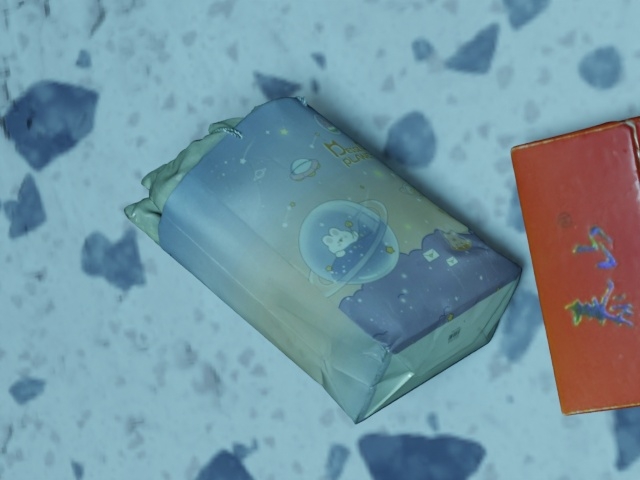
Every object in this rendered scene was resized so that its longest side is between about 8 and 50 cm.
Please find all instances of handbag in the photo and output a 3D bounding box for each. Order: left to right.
[{"bbox_3d":[0.000,0.000,0.867,0.173,0.117,0.095,38,129,23],"label":"handbag"}]

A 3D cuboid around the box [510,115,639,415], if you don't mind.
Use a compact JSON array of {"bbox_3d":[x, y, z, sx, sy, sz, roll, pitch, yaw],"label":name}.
[{"bbox_3d":[0.213,-0.003,0.798,0.245,0.035,0.139,-11,89,28],"label":"box"}]
